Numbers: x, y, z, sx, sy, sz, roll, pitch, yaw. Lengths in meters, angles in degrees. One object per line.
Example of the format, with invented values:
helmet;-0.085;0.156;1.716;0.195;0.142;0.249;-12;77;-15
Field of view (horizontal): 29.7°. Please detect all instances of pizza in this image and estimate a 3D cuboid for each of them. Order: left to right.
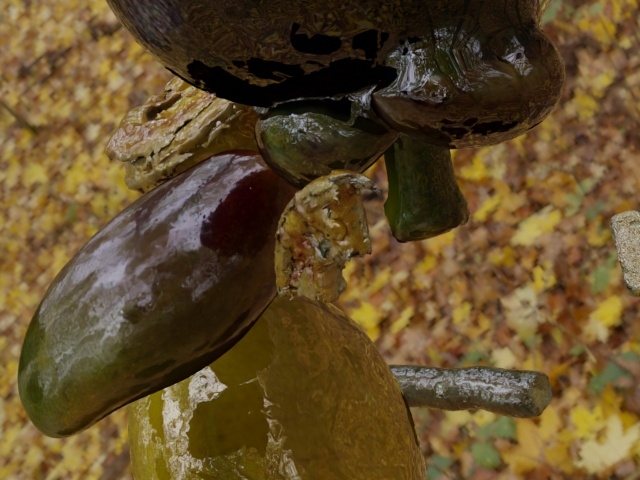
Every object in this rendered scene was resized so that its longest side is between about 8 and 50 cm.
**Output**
pizza;0.000;0.000;0.435;0.016;0.037;0.083;-31;-14;-35

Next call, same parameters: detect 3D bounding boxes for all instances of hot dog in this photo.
hot dog;0.272;0.016;1.038;0.030;0.034;0.090;-16;47;15

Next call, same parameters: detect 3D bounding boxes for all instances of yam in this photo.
yam;0.151;0.177;1.439;0.253;0.061;0.061;-2;48;38

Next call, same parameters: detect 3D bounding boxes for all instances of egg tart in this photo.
egg tart;-0.035;-0.117;1.004;0.297;0.132;0.297;-35;12;9

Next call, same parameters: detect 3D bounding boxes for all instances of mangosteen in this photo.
mangosteen;0.019;-0.180;0.648;0.297;0.297;0.313;-30;57;13

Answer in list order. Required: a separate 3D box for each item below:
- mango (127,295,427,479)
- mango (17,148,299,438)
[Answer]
mango;-0.026;0.239;1.074;0.220;0.301;0.445;-34;53;28
mango;-0.113;0.038;0.845;0.267;0.111;0.133;-42;60;7
